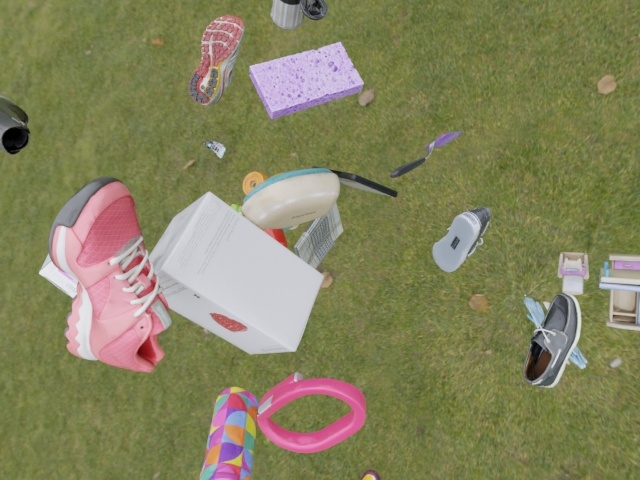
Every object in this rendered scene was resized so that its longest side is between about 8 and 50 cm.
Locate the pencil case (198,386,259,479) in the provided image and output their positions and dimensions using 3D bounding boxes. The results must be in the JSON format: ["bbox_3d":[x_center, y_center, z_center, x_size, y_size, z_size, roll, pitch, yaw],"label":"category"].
[{"bbox_3d":[-0.174,0.396,0.850,0.104,0.236,0.104,-1,113,-2],"label":"pencil case"}]

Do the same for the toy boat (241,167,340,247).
[{"bbox_3d":[-0.104,-0.094,1.202,0.148,0.267,0.318,66,150,18],"label":"toy boat"}]

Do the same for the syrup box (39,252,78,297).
[{"bbox_3d":[-0.570,0.028,1.045,0.096,0.093,0.237,-42,30,-2],"label":"syrup box"}]

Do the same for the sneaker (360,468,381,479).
[{"bbox_3d":[0.118,0.687,1.157,0.069,0.084,0.185,2,42,20],"label":"sneaker"}]

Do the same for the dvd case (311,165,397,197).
[{"bbox_3d":[0.103,-0.190,1.418,0.253,0.180,0.022,26,98,56],"label":"dvd case"}]

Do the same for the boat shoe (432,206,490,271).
[{"bbox_3d":[0.450,-0.005,1.407,0.105,0.306,0.113,-28,61,-20],"label":"boat shoe"}]

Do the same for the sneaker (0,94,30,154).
[{"bbox_3d":[-0.543,-0.191,0.761,0.118,0.222,0.083,31,94,-11],"label":"sneaker"}]

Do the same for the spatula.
[{"bbox_3d":[0.272,-0.223,1.143,0.030,0.296,0.084,54,144,-2],"label":"spatula"}]

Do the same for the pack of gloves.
[{"bbox_3d":[0.715,0.290,1.370,0.046,0.195,0.232,-48,34,36],"label":"pack of gloves"}]

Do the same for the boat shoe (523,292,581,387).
[{"bbox_3d":[0.545,0.234,1.044,0.084,0.079,0.233,24,98,66],"label":"boat shoe"}]

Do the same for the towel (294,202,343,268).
[{"bbox_3d":[0.000,0.000,2.042,0.056,0.324,0.312,26,66,21],"label":"towel"}]

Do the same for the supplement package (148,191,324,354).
[{"bbox_3d":[-0.173,0.079,0.864,0.177,0.293,0.175,-21,39,49],"label":"supplement package"}]

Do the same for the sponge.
[{"bbox_3d":[-0.029,-0.335,0.920,0.210,0.031,0.117,-21,76,-14],"label":"sponge"}]

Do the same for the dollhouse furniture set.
[{"bbox_3d":[0.749,0.151,1.104,0.286,0.303,0.198,2,97,30],"label":"dollhouse furniture set"}]

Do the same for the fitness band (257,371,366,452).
[{"bbox_3d":[-0.027,0.405,1.031,0.209,0.054,0.291,35,123,-19],"label":"fitness band"}]

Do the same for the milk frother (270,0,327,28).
[{"bbox_3d":[-0.051,-0.543,1.026,0.129,0.135,0.143,7,75,-8],"label":"milk frother"}]

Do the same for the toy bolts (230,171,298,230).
[{"bbox_3d":[-0.178,-0.116,1.575,0.228,0.158,0.218,18,90,29],"label":"toy bolts"}]

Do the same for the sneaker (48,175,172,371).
[{"bbox_3d":[-0.253,0.059,0.587,0.136,0.116,0.314,23,127,8],"label":"sneaker"}]

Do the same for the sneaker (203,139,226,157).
[{"bbox_3d":[-0.357,-0.310,1.476,0.038,0.069,0.098,-62,29,12],"label":"sneaker"}]

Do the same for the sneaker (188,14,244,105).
[{"bbox_3d":[-0.250,-0.439,1.081,0.088,0.093,0.225,28,98,5],"label":"sneaker"}]
